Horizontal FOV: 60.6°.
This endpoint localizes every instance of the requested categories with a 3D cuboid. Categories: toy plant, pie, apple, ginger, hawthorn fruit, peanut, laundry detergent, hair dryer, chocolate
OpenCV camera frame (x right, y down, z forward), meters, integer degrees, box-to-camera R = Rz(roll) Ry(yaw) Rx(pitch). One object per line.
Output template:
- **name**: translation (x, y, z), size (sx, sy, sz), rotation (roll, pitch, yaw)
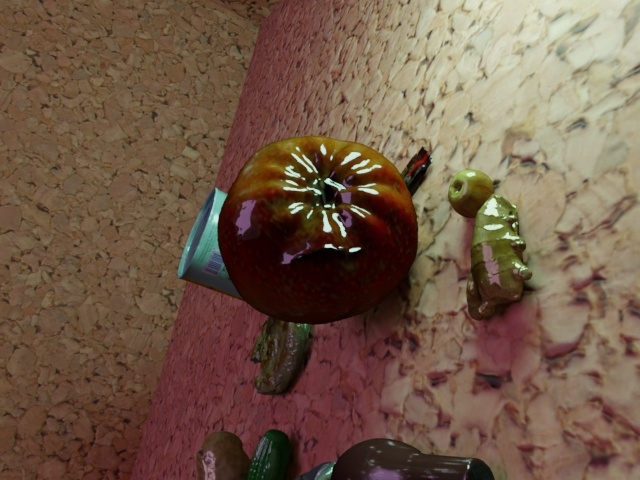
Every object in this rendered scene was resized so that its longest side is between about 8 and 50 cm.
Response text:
- **toy plant**: translation (-0.132, 0.570, 1.315), size (0.154, 0.088, 0.240), rotation (-95, 20, -66)
- **pie**: translation (-0.111, 0.278, 1.511), size (0.302, 0.067, 0.302), rotation (-50, 30, 43)
- **apple**: translation (0.260, -0.083, 0.954), size (0.084, 0.071, 0.083), rotation (-48, 33, 46)
- **ginger**: translation (0.271, 0.024, 0.839), size (0.115, 0.081, 0.205), rotation (40, -122, -81)
- **hawthorn fruit**: translation (0.000, 0.000, 1.130), size (0.403, 0.403, 0.402), rotation (-47, 33, 44)
- **peanut**: translation (-0.245, 0.669, 1.394), size (0.174, 0.158, 0.339), rotation (1, 64, 26)
- **laundry detergent**: translation (-0.228, 0.032, 1.633), size (0.287, 0.305, 0.287), rotation (-53, 24, 35)
- **hair dryer**: translation (0.108, 0.469, 0.799), size (0.313, 0.123, 0.340), rotation (-26, 47, 55)
- **chocolate**: translation (0.185, -0.123, 1.209), size (0.182, 0.028, 0.086), rotation (-59, 23, 30)

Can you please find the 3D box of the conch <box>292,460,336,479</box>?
- **conch**: translation (-0.017, 0.526, 1.035), size (0.200, 0.131, 0.172), rotation (-35, -9, -13)
